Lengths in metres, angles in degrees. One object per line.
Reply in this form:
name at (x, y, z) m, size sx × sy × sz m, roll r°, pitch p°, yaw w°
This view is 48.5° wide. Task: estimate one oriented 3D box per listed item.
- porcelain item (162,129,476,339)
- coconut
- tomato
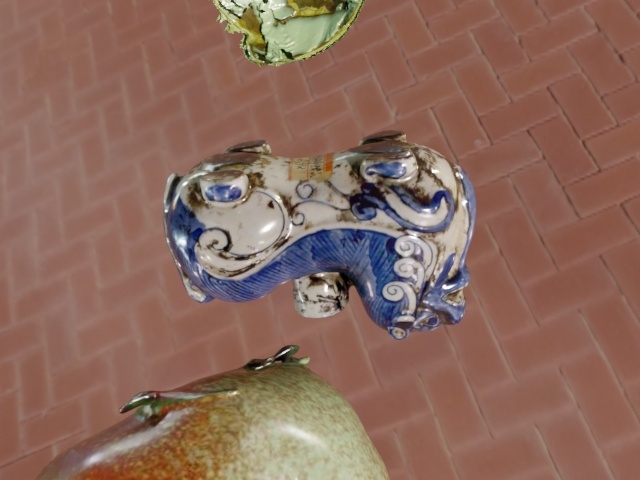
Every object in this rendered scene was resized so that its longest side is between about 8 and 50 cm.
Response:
porcelain item at (0.000, 0.000, 0.666) m, size 0.287 × 0.186 × 0.138 m, roll -5°, pitch 21°, yaw 4°
coconut at (-0.032, -0.228, 0.671) m, size 0.158 × 0.055 × 0.133 m, roll 19°, pitch 104°, yaw 13°
tomato at (-0.079, 0.245, 0.562) m, size 0.303 × 0.303 × 0.239 m, roll -32°, pitch 69°, yaw 3°
